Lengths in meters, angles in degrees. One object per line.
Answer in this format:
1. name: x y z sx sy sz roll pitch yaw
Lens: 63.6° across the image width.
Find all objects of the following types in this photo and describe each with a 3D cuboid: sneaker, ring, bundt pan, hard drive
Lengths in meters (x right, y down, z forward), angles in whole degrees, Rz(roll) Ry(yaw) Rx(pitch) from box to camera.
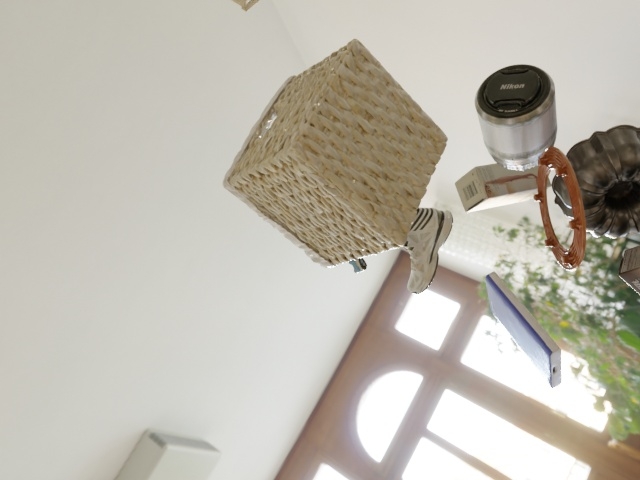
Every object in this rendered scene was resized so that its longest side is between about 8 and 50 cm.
1. sneaker: 0.142 0.073 2.304 0.063 0.162 0.073 2 -32 -48
2. ring: 0.633 -0.083 1.388 0.336 0.032 0.337 -9 -90 -82
3. bundt pan: 0.816 -0.139 1.402 0.124 0.330 0.331 -76 -12 -53
4. hard drive: 0.614 0.267 1.570 0.040 0.319 0.210 -27 -47 0
5. sneaker: 0.435 0.039 2.463 0.169 0.257 0.448 -109 32 -66

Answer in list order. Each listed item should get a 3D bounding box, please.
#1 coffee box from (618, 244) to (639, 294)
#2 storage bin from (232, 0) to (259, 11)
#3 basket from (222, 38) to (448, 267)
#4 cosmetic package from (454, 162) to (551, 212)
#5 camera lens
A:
1. coffee box: 0.913 0.061 1.297 0.098 0.141 0.246 -56 9 -32
2. storage bin: -0.216 -0.679 1.173 0.123 0.262 0.261 -56 8 42
3. basket: 0.042 -0.165 1.082 0.331 0.266 0.329 40 -118 -26
4. cosmetic package: 0.670 -0.206 1.897 0.295 0.129 0.153 -12 -15 -20
5. camera lens: 0.596 -0.372 1.564 0.220 0.219 0.274 -59 -36 -13
